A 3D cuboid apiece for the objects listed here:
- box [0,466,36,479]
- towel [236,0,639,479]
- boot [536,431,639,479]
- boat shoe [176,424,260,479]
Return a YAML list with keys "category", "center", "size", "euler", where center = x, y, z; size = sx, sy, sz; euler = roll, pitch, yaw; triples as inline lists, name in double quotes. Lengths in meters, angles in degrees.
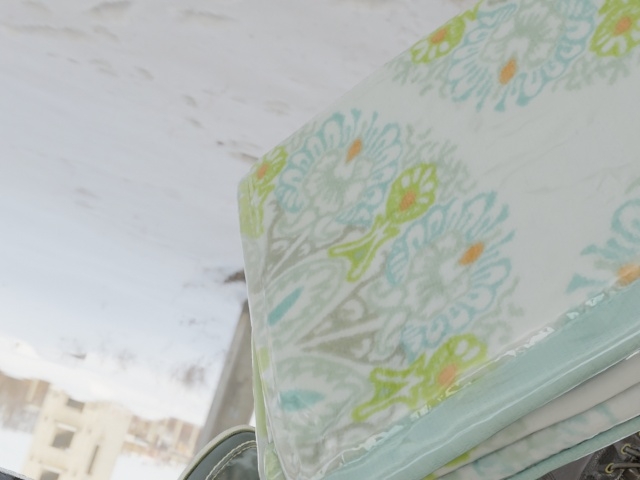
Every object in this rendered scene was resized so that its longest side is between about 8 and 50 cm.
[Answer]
- category: "box"
  center: [-0.495, 0.404, 1.439]
  size: [0.156, 0.093, 0.158]
  euler: [10, 159, 30]
- category: "towel"
  center: [0.108, -0.026, 0.549]
  size: [0.374, 0.320, 0.090]
  euler: [-32, 130, 21]
- category: "boot"
  center: [0.248, 0.171, 0.724]
  size: [0.091, 0.229, 0.263]
  euler: [33, -162, -21]
- category: "boat shoe"
  center: [-0.132, 0.358, 1.022]
  size: [0.116, 0.319, 0.099]
  euler: [39, 163, -28]
